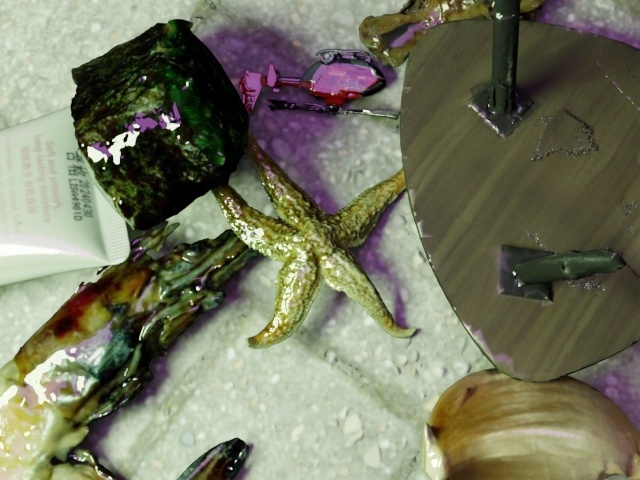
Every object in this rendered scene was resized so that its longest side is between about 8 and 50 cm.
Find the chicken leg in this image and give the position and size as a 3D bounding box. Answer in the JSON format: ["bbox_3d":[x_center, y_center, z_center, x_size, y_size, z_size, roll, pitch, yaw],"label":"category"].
[{"bbox_3d":[0.132,-0.216,1.384,0.125,0.080,0.196,40,95,27],"label":"chicken leg"}]

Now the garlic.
[{"bbox_3d":[0.179,0.160,1.255,0.198,0.128,0.090,9,111,5],"label":"garlic"}]

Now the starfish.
[{"bbox_3d":[0.001,-0.001,1.356,0.223,0.050,0.217,45,68,0],"label":"starfish"}]

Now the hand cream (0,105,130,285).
[{"bbox_3d":[-0.348,-0.011,1.417,0.359,0.118,0.185,-15,54,3],"label":"hand cream"}]

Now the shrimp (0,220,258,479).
[{"bbox_3d":[-0.157,0.153,1.363,0.233,0.071,0.365,45,84,5],"label":"shrimp"}]

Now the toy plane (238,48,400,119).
[{"bbox_3d":[0.000,-0.137,1.408,0.145,0.037,0.060,3,88,8],"label":"toy plane"}]

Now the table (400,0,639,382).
[{"bbox_3d":[0.201,-0.095,1.195,0.317,0.249,0.317,2,72,-5],"label":"table"}]

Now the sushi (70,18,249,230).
[{"bbox_3d":[-0.131,-0.103,1.339,0.127,0.225,0.124,-31,113,6],"label":"sushi"}]
